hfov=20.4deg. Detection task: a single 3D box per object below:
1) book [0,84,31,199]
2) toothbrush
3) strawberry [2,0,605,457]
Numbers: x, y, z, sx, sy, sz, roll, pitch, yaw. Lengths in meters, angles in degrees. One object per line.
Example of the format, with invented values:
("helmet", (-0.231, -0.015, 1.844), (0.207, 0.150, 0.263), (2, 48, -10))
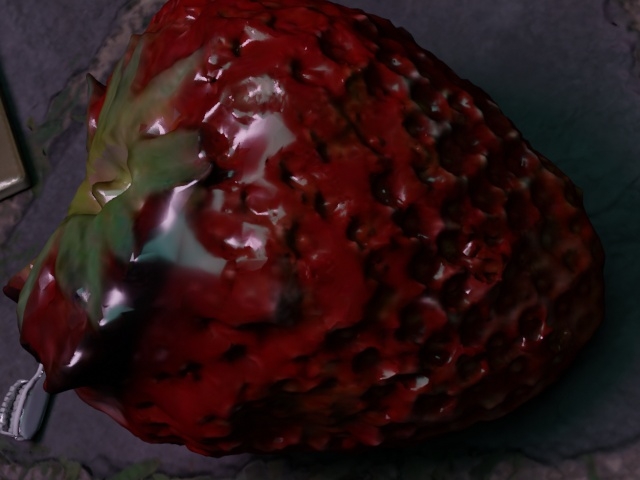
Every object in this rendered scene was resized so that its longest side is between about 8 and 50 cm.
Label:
("book", (-0.357, -0.127, 1.358), (0.217, 0.021, 0.310), (-24, 64, 7))
("toothbrush", (-0.170, 0.004, 1.247), (0.026, 0.024, 0.288), (5, 70, 33))
("strawberry", (-0.014, -0.001, 1.094), (0.292, 0.310, 0.291), (-25, 54, 39))
